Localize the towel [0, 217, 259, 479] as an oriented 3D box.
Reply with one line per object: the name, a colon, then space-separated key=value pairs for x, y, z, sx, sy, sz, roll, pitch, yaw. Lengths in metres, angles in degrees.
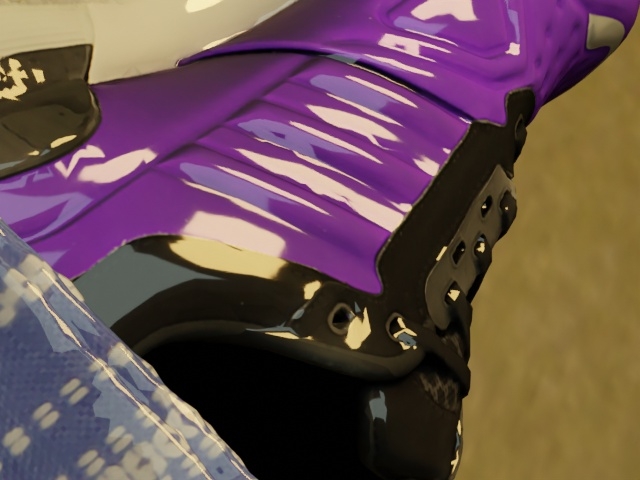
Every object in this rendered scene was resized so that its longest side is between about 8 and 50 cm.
towel: x=-0.063 y=0.150 z=0.294 sx=0.336 sy=0.040 sz=0.243 roll=45 pitch=70 yaw=7

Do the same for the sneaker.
sneaker: x=-0.001 y=0.001 z=0.498 sx=0.293 sy=0.102 sz=0.146 roll=-23 pitch=71 yaw=-39
